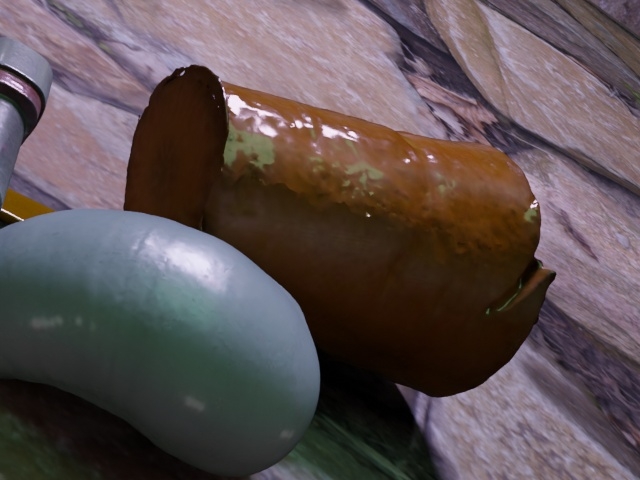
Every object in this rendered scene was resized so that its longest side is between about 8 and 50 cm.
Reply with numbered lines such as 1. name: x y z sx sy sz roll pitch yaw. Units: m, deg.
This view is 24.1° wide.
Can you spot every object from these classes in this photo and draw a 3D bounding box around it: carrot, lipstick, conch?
1. carrot: 0.000 0.000 1.001 0.254 0.196 0.196 12 32 -37
2. lipstick: -0.205 -0.053 0.896 0.057 0.063 0.186 32 27 -20
3. conch: -0.101 0.046 0.843 0.221 0.121 0.185 26 -6 -17

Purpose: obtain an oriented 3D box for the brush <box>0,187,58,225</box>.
1. brush: -0.235 -0.045 0.922 0.272 0.013 0.103 29 23 -24
